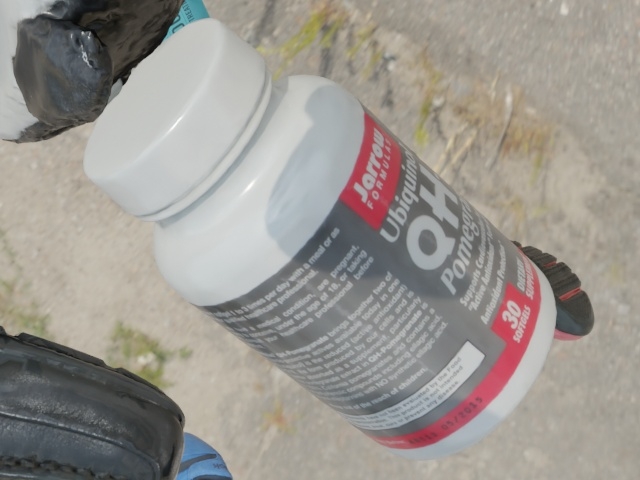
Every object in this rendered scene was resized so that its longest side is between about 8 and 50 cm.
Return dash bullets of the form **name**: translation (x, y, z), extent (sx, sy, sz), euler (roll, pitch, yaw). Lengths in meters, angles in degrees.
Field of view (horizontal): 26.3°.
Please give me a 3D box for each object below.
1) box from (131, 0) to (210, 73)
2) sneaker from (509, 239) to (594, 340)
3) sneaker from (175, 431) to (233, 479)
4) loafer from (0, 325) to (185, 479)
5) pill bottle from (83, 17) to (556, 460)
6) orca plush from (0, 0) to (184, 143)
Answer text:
- **box**: translation (-0.136, -0.176, 1.152), extent (0.100, 0.060, 0.244), euler (26, 147, 51)
- **sneaker**: translation (0.161, 0.057, 1.528), extent (0.314, 0.116, 0.136), euler (27, 111, 32)
- **sneaker**: translation (-0.158, 0.233, 1.069), extent (0.082, 0.209, 0.069), euler (33, 155, 36)
- **loafer**: translation (-0.141, 0.055, 0.329), extent (0.223, 0.078, 0.076), euler (9, 158, -24)
- **pill bottle**: translation (0.000, 0.000, 0.930), extent (0.176, 0.176, 0.318), euler (-35, 122, 27)
- **orca plush**: translation (-0.058, -0.139, 0.395), extent (0.151, 0.102, 0.287), euler (52, 150, 37)
